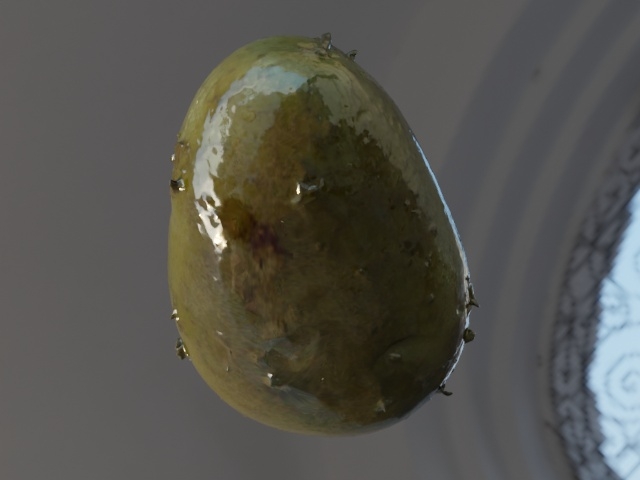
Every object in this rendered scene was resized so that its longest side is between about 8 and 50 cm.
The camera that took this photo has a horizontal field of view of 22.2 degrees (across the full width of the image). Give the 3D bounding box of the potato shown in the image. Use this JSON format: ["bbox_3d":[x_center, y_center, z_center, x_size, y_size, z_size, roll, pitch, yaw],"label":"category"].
[{"bbox_3d":[-0.019,-0.001,1.419,0.269,0.219,0.359,-16,-65,10],"label":"potato"}]
